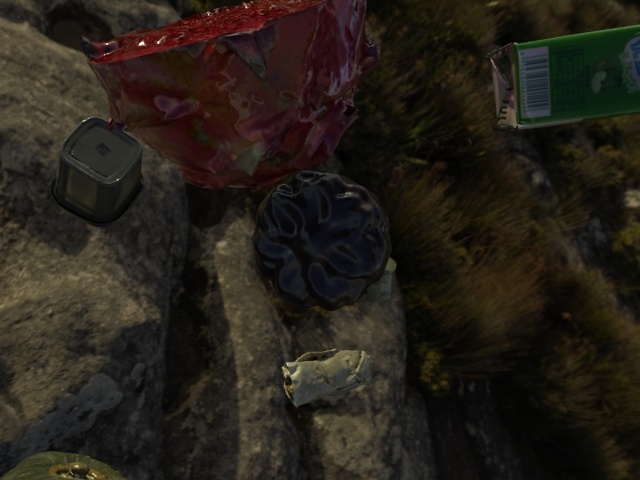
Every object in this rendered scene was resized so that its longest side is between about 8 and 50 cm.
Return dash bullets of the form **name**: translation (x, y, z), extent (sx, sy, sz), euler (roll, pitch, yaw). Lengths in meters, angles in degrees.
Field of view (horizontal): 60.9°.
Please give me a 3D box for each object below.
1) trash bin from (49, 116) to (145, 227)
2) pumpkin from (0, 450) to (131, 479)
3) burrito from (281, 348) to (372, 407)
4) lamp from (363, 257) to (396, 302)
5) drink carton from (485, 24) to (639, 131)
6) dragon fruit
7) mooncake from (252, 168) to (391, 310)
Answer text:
- **trash bin**: translation (-0.598, -0.188, 1.472), extent (0.219, 0.250, 0.220), euler (31, 61, -10)
- **pumpkin**: translation (-0.401, 0.485, 0.866), extent (0.291, 0.328, 0.257), euler (19, 78, -20)
- **burrito**: translation (0.027, 0.327, 1.347), extent (0.392, 0.076, 0.117), euler (9, 62, -58)
- **lamp**: translation (0.137, 0.055, 1.433), extent (0.121, 0.121, 0.214), euler (-46, 129, -47)
- **drink carton**: translation (0.363, -0.212, 0.709), extent (0.161, 0.271, 0.108), euler (-64, 147, -75)
- **dragon fruit**: translation (-0.095, -0.196, 0.723), extent (0.386, 0.371, 0.249), euler (-114, -174, -62)
- **mooncake**: translation (0.000, 0.000, 1.081), extent (0.283, 0.283, 0.141), euler (63, 15, 0)
